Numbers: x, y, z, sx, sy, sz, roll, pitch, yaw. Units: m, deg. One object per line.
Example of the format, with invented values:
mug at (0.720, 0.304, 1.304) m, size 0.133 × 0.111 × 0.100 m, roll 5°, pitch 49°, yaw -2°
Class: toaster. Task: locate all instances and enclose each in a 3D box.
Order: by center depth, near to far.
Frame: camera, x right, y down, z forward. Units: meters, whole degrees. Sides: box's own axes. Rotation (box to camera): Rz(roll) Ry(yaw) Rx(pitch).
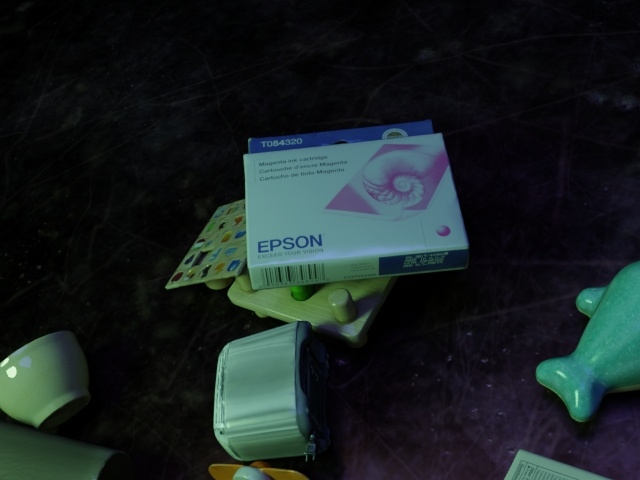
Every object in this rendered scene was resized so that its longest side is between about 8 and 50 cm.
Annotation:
toaster at (-0.069, 0.233, 1.236) m, size 0.147 × 0.129 × 0.227 m, roll -13°, pitch 50°, yaw 14°

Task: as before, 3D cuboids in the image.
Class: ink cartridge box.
ink cartridge box at (0.044, -0.083, 1.319) m, size 0.324 × 0.071 × 0.330 m, roll -7°, pitch 52°, yaw 0°

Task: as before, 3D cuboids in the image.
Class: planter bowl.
planter bowl at (-0.441, 0.238, 1.355) m, size 0.162 × 0.162 × 0.109 m, roll -35°, pitch 74°, yaw -12°

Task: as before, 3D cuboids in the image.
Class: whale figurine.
whale figurine at (0.425, 0.127, 1.142) m, size 0.272 × 0.141 × 0.216 m, roll -31°, pitch 48°, yaw -7°

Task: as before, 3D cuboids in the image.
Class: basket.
basket at (-0.401, 0.364, 1.227) m, size 0.227 × 0.154 × 0.204 m, roll -1°, pitch 52°, yaw 14°

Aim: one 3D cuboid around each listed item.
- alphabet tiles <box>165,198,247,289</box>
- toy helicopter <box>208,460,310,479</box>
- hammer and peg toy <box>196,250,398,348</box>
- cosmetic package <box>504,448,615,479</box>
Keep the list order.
alphabet tiles at (-0.143, -0.007, 1.409) m, size 0.237 × 0.009 × 0.198 m, roll -12°, pitch 39°, yaw 44°
toy helicopter at (-0.051, 0.390, 1.119) m, size 0.355 × 0.140 × 0.235 m, roll -3°, pitch 40°, yaw 3°
hammer and peg toy at (-0.033, 0.014, 1.408) m, size 0.361 × 0.127 × 0.266 m, roll 16°, pitch 58°, yaw 30°
cosmetic package at (0.347, 0.371, 0.950) m, size 0.309 × 0.113 × 0.160 m, roll 13°, pitch 55°, yaw 38°
